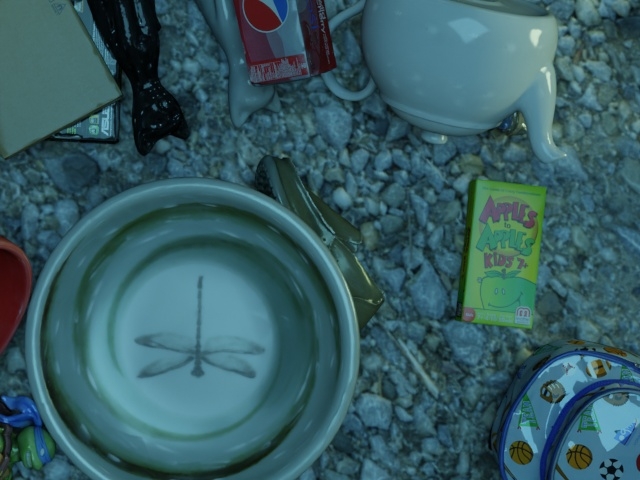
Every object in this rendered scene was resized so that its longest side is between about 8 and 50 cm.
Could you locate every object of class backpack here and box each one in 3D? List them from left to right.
[{"bbox_3d":[0.345,0.252,1.497,0.263,0.213,0.276,24,90,6],"label":"backpack"}]

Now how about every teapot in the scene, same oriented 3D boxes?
[{"bbox_3d":[0.151,-0.210,1.482,0.252,0.256,0.187,6,112,-21],"label":"teapot"}]

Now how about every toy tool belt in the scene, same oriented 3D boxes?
[{"bbox_3d":[0.235,-0.173,1.563,0.051,0.052,0.083,-7,89,-13],"label":"toy tool belt"}]

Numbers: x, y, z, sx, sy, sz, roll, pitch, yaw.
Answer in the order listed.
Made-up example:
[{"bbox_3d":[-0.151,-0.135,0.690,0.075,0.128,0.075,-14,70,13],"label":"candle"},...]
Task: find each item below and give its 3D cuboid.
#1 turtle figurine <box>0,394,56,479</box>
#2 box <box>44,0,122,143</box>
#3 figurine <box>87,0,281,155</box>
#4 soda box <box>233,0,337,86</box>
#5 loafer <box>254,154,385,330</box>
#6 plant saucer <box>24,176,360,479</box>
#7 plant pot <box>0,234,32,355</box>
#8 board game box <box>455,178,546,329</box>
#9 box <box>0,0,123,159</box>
[{"bbox_3d":[-0.443,0.321,1.427,0.266,0.198,0.275,-6,86,-1],"label":"turtle figurine"},{"bbox_3d":[-0.339,-0.218,1.519,0.184,0.045,0.191,2,90,-3],"label":"box"},{"bbox_3d":[-0.156,-0.228,1.499,0.215,0.092,0.209,-18,98,-25],"label":"figurine"},{"bbox_3d":[-0.056,-0.320,1.454,0.083,0.092,0.263,-6,102,23],"label":"soda box"},{"bbox_3d":[0.000,0.000,1.529,0.087,0.094,0.251,-30,97,-19],"label":"loafer"},{"bbox_3d":[-0.151,0.123,1.486,0.400,0.100,0.400,0,93,3],"label":"plant saucer"},{"bbox_3d":[-0.508,0.046,1.388,0.243,0.275,0.275,37,86,21],"label":"plant pot"},{"bbox_3d":[0.229,0.018,1.563,0.092,0.043,0.181,6,89,-4],"label":"board game box"},{"bbox_3d":[-0.359,-0.224,1.484,0.164,0.021,0.201,-29,92,-3],"label":"box"}]
